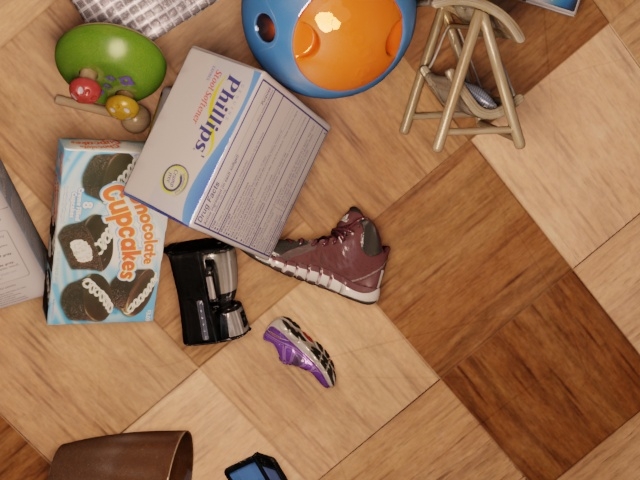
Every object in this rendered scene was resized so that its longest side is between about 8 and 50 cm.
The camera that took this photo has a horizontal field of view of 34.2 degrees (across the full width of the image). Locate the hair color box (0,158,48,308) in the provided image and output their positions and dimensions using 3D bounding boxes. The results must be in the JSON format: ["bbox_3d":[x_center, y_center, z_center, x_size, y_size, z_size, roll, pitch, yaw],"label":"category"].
[{"bbox_3d":[-0.594,-0.045,1.711,0.185,0.113,0.374,-17,135,-4],"label":"hair color box"}]

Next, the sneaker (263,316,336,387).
[{"bbox_3d":[-0.038,0.217,1.966,0.170,0.068,0.071,45,109,-6],"label":"sneaker"}]

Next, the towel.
[{"bbox_3d":[-0.292,-0.462,1.737,0.283,0.121,0.235,-33,106,1],"label":"towel"}]

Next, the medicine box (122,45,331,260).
[{"bbox_3d":[-0.145,-0.136,1.714,0.149,0.289,0.263,25,88,26],"label":"medicine box"}]

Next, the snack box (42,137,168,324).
[{"bbox_3d":[-0.358,-0.012,1.756,0.187,0.060,0.322,0,116,-25],"label":"snack box"}]

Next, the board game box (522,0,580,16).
[{"bbox_3d":[0.405,-0.570,1.839,0.193,0.053,0.305,15,100,-10],"label":"board game box"}]

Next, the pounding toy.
[{"bbox_3d":[-0.355,-0.242,1.720,0.183,0.237,0.110,10,59,-12],"label":"pounding toy"}]

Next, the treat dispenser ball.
[{"bbox_3d":[0.013,-0.377,1.711,0.288,0.288,0.288,-2,103,-7],"label":"treat dispenser ball"}]

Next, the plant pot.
[{"bbox_3d":[-0.370,0.440,1.905,0.230,0.215,0.215,7,102,5],"label":"plant pot"}]

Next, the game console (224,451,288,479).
[{"bbox_3d":[-0.110,0.477,2.005,0.071,0.107,0.122,-37,107,-28],"label":"game console"}]

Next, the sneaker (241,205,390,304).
[{"bbox_3d":[0.000,0.000,1.904,0.281,0.106,0.162,22,89,-18],"label":"sneaker"}]

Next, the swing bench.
[{"bbox_3d":[0.238,-0.295,1.778,0.165,0.253,0.255,-3,104,-7],"label":"swing bench"}]

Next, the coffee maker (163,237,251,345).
[{"bbox_3d":[-0.221,0.092,1.889,0.171,0.120,0.178,0,104,28],"label":"coffee maker"}]

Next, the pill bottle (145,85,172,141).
[{"bbox_3d":[-0.252,-0.169,1.818,0.103,0.103,0.184,17,100,-11],"label":"pill bottle"}]
